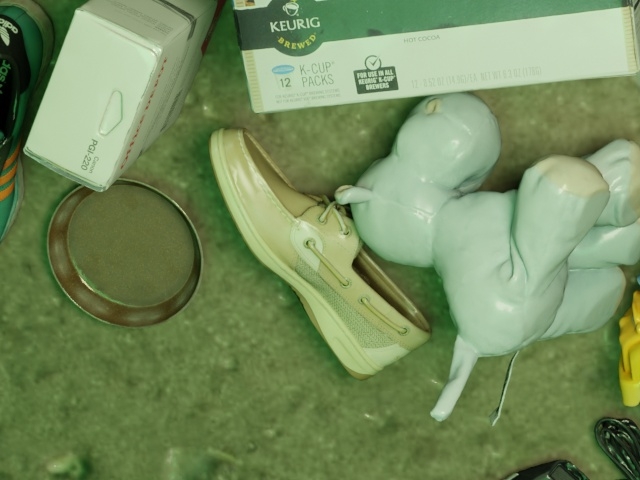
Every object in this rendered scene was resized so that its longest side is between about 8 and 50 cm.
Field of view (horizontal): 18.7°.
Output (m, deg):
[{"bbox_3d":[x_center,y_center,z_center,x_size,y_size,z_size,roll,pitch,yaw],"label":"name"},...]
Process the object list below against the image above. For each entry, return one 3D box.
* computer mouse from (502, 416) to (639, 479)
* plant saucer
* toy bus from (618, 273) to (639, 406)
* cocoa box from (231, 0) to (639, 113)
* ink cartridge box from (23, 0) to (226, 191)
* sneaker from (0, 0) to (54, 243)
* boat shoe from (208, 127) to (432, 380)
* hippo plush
[{"bbox_3d":[0.253,0.307,2.010,0.262,0.060,0.184,-34,97,11],"label":"computer mouse"},{"bbox_3d":[-0.199,0.010,2.005,0.168,0.029,0.168,4,113,11],"label":"plant saucer"},{"bbox_3d":[0.372,0.041,1.810,0.220,0.149,0.211,-11,113,18],"label":"toy bus"},{"bbox_3d":[0.106,-0.266,1.706,0.347,0.231,0.228,-5,110,15],"label":"cocoa box"},{"bbox_3d":[-0.180,-0.161,1.825,0.092,0.218,0.158,26,115,2],"label":"ink cartridge box"},{"bbox_3d":[-0.353,-0.095,1.946,0.108,0.121,0.302,20,115,5],"label":"sneaker"},{"bbox_3d":[0.000,0.000,1.916,0.098,0.109,0.302,-30,109,17],"label":"boat shoe"},{"bbox_3d":[0.156,-0.009,1.849,0.236,0.234,0.294,37,103,30],"label":"hippo plush"}]
